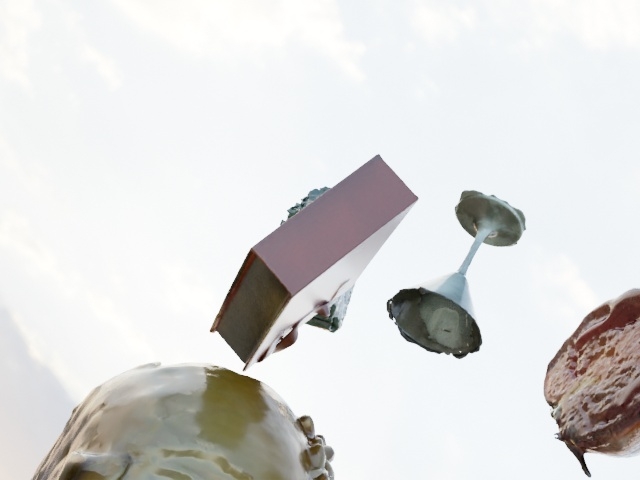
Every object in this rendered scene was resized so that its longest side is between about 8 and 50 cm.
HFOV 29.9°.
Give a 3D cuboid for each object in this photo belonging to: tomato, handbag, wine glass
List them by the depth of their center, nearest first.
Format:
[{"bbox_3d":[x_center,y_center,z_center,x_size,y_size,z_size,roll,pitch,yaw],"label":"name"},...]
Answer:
[{"bbox_3d":[-0.010,0.023,0.905,0.063,0.127,0.190,49,-26,7],"label":"handbag"},{"bbox_3d":[0.167,0.033,1.396,0.122,0.183,0.122,22,-34,16],"label":"wine glass"},{"bbox_3d":[0.492,0.219,1.830,0.170,0.309,0.309,35,-16,-21],"label":"tomato"}]

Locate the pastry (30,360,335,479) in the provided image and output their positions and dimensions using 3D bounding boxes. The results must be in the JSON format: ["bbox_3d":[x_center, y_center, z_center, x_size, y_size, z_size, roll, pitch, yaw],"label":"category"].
[{"bbox_3d":[-0.128,0.289,0.890,0.245,0.409,0.409,27,-19,-12],"label":"pastry"}]

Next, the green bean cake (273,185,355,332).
[{"bbox_3d":[0.000,0.000,1.688,0.107,0.208,0.193,13,-31,17],"label":"green bean cake"}]
